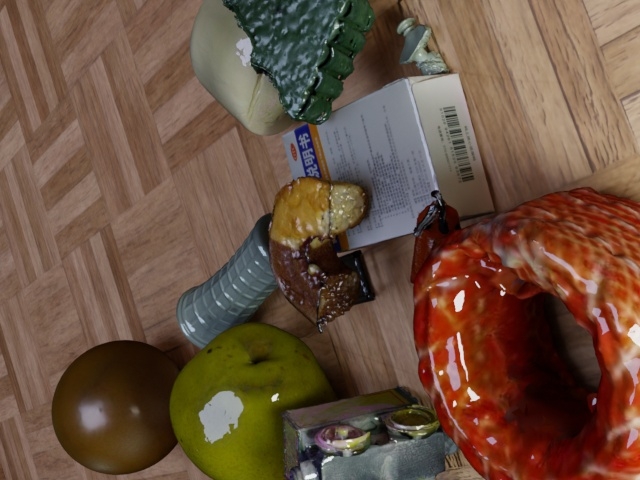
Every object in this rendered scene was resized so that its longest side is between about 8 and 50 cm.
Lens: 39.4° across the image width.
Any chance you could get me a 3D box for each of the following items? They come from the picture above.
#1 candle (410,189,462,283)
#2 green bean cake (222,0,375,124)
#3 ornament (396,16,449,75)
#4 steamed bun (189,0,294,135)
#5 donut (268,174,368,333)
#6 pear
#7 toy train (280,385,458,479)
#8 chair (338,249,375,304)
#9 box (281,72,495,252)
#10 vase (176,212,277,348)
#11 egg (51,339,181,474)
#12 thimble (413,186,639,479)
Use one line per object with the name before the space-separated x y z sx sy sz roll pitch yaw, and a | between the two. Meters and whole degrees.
candle | 0.155 0.012 1.143 0.301 0.084 0.059 74 -173 -65
green bean cake | -0.048 -0.285 1.244 0.208 0.107 0.193 31 106 21
ornament | 0.136 -0.264 1.226 0.068 0.041 0.092 -13 91 54
steamed bun | -0.103 -0.301 1.414 0.200 0.155 0.250 47 135 33
donut | 0.000 -0.002 1.270 0.141 0.085 0.217 32 125 41
pear | -0.111 0.292 1.517 0.294 0.294 0.294 19 115 47
toy train | 0.066 0.308 1.327 0.177 0.261 0.134 -148 54 -63
chair | 0.025 0.072 1.447 0.212 0.101 0.084 90 164 -85
box | 0.088 -0.099 1.283 0.299 0.106 0.200 -16 88 53
vase | -0.131 0.072 1.587 0.299 0.143 0.143 -44 67 44
egg | -0.426 0.356 1.905 0.351 0.283 0.282 -37 71 59
thimble | 0.284 0.118 1.012 0.350 0.231 0.350 19 116 45
